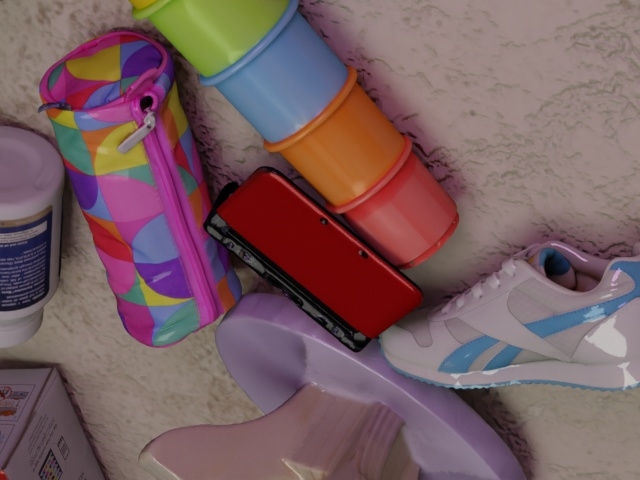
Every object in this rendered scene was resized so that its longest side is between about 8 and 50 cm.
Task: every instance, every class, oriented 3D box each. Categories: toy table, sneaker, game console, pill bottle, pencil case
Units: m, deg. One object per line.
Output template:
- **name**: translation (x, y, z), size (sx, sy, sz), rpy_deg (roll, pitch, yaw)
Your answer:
- **toy table**: translation (0.010, 0.181, 1.380), size (0.274, 0.161, 0.252), rpy_deg (33, 149, 1)
- **sneaker**: translation (0.139, 0.049, 1.277), size (0.229, 0.087, 0.092), rpy_deg (-4, 104, 36)
- **game console**: translation (0.000, 0.000, 1.300), size (0.144, 0.124, 0.085), rpy_deg (40, 111, -8)
- **pill bottle**: translation (-0.247, 0.002, 1.435), size (0.094, 0.094, 0.169), rpy_deg (22, 136, 11)
- **pencil case**: translation (-0.126, -0.034, 1.329), size (0.104, 0.104, 0.236), rpy_deg (6, 134, 25)

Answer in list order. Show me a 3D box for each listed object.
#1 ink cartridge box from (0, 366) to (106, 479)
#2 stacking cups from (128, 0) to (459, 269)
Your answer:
- **ink cartridge box**: translation (-0.348, 0.254, 1.664), size (0.309, 0.130, 0.272), rpy_deg (-3, 129, 20)
- **stacking cups**: translation (-0.025, -0.110, 1.211), size (0.316, 0.096, 0.096), rpy_deg (46, 135, -16)
